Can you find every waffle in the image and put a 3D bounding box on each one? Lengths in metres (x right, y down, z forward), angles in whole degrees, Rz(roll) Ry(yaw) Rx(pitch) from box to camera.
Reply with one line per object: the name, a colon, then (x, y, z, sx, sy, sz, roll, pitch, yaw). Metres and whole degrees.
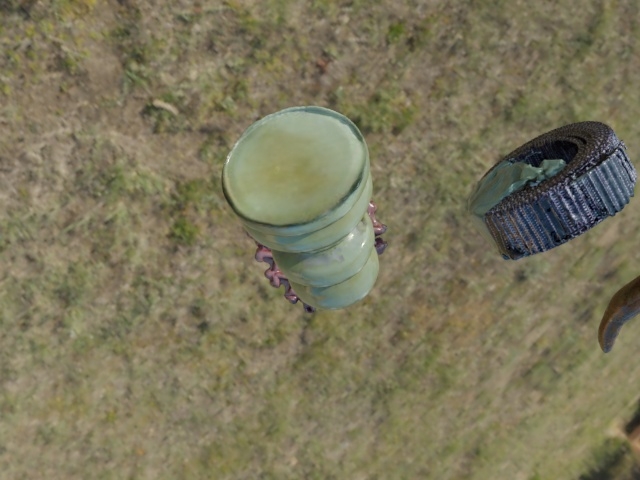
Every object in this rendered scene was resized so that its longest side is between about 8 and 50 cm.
waffle: (0.000, 0.000, 1.649, 0.234, 0.221, 0.055, -35, -171, 1)

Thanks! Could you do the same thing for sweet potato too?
sweet potato: (0.563, 0.106, 1.679, 0.078, 0.058, 0.255, 25, 122, -18)

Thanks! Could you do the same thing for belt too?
belt: (0.363, -0.087, 1.515, 0.260, 0.122, 0.325, -34, -166, 5)

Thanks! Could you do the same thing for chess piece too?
chess piece: (-0.003, -0.012, 1.259, 0.182, 0.182, 0.330, -38, 150, -10)
